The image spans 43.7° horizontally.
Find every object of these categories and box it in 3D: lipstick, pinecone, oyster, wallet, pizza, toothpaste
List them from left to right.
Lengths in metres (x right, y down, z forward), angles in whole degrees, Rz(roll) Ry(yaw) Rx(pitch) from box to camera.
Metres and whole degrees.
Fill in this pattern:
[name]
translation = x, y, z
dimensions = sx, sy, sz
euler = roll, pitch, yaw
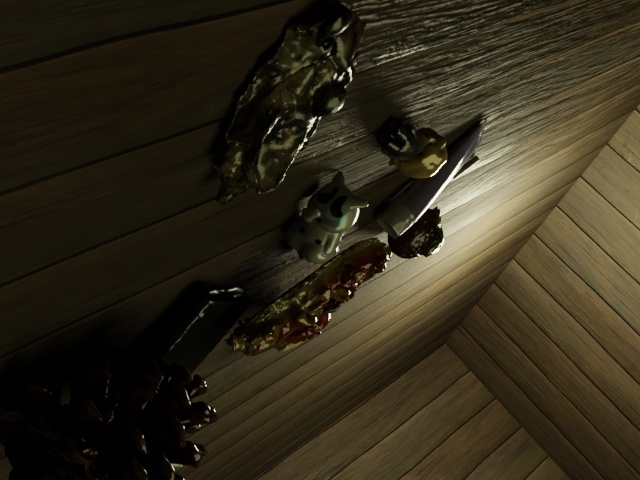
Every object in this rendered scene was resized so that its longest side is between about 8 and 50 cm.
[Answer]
[pinecone]
translation = -0.359, 0.335, 1.413
dimensions = 0.384, 0.384, 0.384
euler = -37, 160, -15
[wallet]
translation = -0.319, 0.256, 1.668
dimensions = 0.406, 0.062, 0.228
euler = -49, 163, 9
[oyster]
translation = -0.053, -0.194, 1.209
dimensions = 0.361, 0.096, 0.221
euler = -47, 154, 6
[pizza]
translation = -0.056, 0.168, 1.753
dimensions = 0.406, 0.130, 0.440
euler = -33, 176, -43
[toothpaste]
translation = 0.295, -0.155, 2.002
dimensions = 0.371, 0.080, 0.125
euler = -43, 161, -12
[lipstick]
translation = 0.395, -0.199, 2.176
dimensions = 0.094, 0.019, 0.019
euler = -36, 160, -16

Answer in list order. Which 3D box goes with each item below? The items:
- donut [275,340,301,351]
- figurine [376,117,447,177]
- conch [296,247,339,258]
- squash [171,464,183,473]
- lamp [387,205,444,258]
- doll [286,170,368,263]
[donut]
translation = -0.055, 0.225, 2.144
dimensions = 0.166, 0.065, 0.108
euler = -48, 160, 15
[figurine]
translation = 0.184, -0.197, 1.677
dimensions = 0.196, 0.108, 0.114
euler = 19, 109, -49
[conch]
translation = 0.000, 0.000, 1.791
dimensions = 0.121, 0.074, 0.089
euler = -26, 129, 4
[squash]
translation = -0.442, 0.571, 2.133
dimensions = 0.105, 0.105, 0.132
euler = -48, 142, 16
[lamp]
translation = 0.258, -0.013, 2.132
dimensions = 0.156, 0.135, 0.157
euler = -18, 152, -49
[doll]
translation = 0.008, -0.037, 1.631
dimensions = 0.107, 0.110, 0.181
euler = -27, 156, -51
